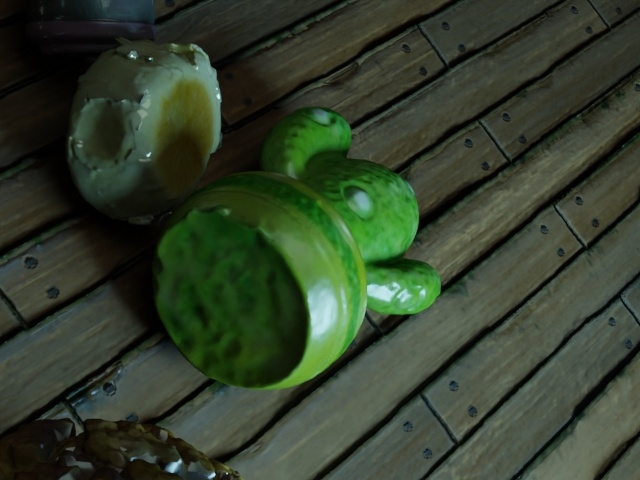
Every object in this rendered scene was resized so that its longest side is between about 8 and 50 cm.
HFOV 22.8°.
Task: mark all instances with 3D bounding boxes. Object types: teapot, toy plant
[{"bbox_3d":[-0.195,-0.237,1.420,0.148,0.116,0.146,-5,97,-53],"label":"teapot"},{"bbox_3d":[0.000,0.000,1.424,0.224,0.184,0.316,49,35,1],"label":"toy plant"}]

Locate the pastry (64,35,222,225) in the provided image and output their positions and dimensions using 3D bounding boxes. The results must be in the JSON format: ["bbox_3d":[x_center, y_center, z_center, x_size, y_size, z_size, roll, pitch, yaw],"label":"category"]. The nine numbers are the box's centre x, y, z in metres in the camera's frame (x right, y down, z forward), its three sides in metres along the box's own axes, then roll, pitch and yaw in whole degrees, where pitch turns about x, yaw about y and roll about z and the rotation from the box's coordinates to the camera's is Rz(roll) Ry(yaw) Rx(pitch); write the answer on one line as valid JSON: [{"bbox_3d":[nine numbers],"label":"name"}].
[{"bbox_3d":[-0.151,-0.095,1.368,0.088,0.165,0.166,11,41,23],"label":"pastry"}]

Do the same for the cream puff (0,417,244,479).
[{"bbox_3d":[-0.141,0.284,1.066,0.327,0.231,0.343,51,43,-11],"label":"cream puff"}]
